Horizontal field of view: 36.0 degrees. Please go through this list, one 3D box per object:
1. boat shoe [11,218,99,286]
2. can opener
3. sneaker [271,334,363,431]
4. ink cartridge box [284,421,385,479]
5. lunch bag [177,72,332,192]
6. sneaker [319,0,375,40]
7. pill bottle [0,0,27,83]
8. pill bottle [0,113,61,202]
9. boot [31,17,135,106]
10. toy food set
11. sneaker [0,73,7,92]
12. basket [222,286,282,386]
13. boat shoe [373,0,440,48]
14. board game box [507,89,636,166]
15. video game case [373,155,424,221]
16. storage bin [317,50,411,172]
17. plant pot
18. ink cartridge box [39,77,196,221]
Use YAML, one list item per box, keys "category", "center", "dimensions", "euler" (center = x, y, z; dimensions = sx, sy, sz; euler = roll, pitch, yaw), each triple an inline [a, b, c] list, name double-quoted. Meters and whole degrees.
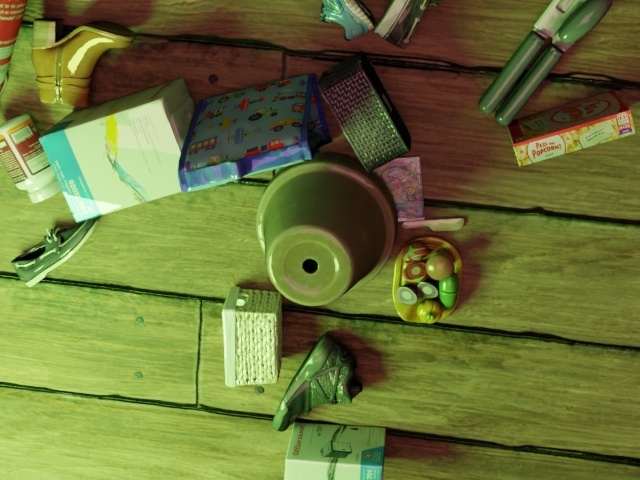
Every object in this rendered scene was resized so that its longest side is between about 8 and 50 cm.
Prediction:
- category: "boat shoe"
  center: [-0.509, 0.011, 1.877]
  dimensions: [0.206, 0.075, 0.065]
  euler: [-36, 107, 22]
- category: "can opener"
  center: [0.371, -0.316, 1.660]
  dimensions: [0.074, 0.093, 0.280]
  euler: [34, 115, -8]
- category: "sneaker"
  center: [-0.002, 0.307, 1.934]
  dimensions: [0.130, 0.087, 0.227]
  euler: [34, 105, -1]
- category: "ink cartridge box"
  center: [0.031, 0.434, 1.952]
  dimensions: [0.191, 0.139, 0.082]
  euler: [4, 113, 4]
- category: "lunch bag"
  center: [-0.112, -0.166, 1.650]
  dimensions: [0.221, 0.293, 0.138]
  euler: [-12, 109, 10]
- category: "sneaker"
  center: [0.017, -0.404, 1.671]
  dimensions: [0.073, 0.063, 0.162]
  euler: [-38, 103, 21]
- category: "pill bottle"
  center: [-0.582, -0.470, 1.614]
  dimensions: [0.229, 0.229, 0.407]
  euler: [23, 111, -4]
- category: "pill bottle"
  center: [-0.539, -0.149, 1.811]
  dimensions: [0.086, 0.086, 0.152]
  euler: [-22, 107, 13]
- category: "boot"
  center: [-0.417, -0.311, 1.746]
  dimensions: [0.197, 0.073, 0.152]
  euler: [8, 111, 15]
- category: "toy food set"
  center: [0.200, 0.067, 1.830]
  dimensions: [0.128, 0.071, 0.217]
  euler: [4, 111, 4]
- category: "sneaker"
  center: [-0.609, -0.251, 1.788]
  dimensions: [0.042, 0.067, 0.118]
  euler: [24, 112, -3]
- category: "basket"
  center: [-0.128, 0.184, 1.886]
  dimensions: [0.103, 0.113, 0.167]
  euler: [1, 112, 3]
- category: "boat shoe"
  center: [0.174, -0.423, 1.644]
  dimensions: [0.070, 0.077, 0.219]
  euler: [29, 117, -8]
- category: "board game box"
  center: [0.419, -0.191, 1.668]
  dimensions: [0.194, 0.146, 0.045]
  euler: [-16, 109, 11]
- category: "video game case"
  center: [0.143, -0.093, 1.805]
  dimensions: [0.087, 0.011, 0.122]
  euler: [-4, 111, 7]
- category: "storage bin"
  center: [0.079, -0.223, 1.701]
  dimensions: [0.084, 0.122, 0.180]
  euler: [-28, 106, 15]
- category: "plant pot"
  center: [0.000, 0.000, 1.734]
  dimensions: [0.263, 0.229, 0.262]
  euler: [3, 111, 8]
- category: "ink cartridge box"
  center: [-0.333, -0.162, 1.740]
  dimensions: [0.233, 0.171, 0.168]
  euler: [-15, 109, 12]
